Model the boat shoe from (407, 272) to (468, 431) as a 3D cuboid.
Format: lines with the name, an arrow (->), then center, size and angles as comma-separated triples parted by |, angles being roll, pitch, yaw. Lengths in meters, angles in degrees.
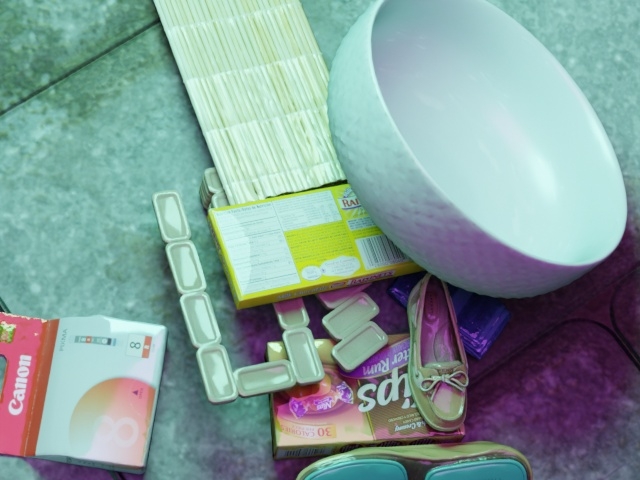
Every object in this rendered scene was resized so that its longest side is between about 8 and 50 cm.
boat shoe -> 0.114, 0.107, 1.702 | 0.056, 0.048, 0.153 | 0, 69, -7

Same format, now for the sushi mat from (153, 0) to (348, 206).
sushi mat -> -0.069, -0.180, 1.823 | 0.151, 0.019, 0.316 | -16, 65, -13

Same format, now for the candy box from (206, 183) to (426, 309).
candy box -> 0.000, 0.000, 1.738 | 0.206, 0.027, 0.105 | -11, 61, -19

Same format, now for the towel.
towel -> 0.131, 0.062, 1.784 | 0.119, 0.029, 0.067 | 35, 70, 6

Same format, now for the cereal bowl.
cereal bowl -> 0.136, -0.081, 1.733 | 0.339, 0.141, 0.339 | 27, 42, -27

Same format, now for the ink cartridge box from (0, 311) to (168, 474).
ink cartridge box -> -0.246, 0.141, 1.707 | 0.179, 0.045, 0.145 | 10, 70, -6

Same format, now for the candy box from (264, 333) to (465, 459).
candy box -> 0.042, 0.152, 1.731 | 0.187, 0.053, 0.109 | -3, 69, -6

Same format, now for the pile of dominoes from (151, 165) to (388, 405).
pile of dominoes -> -0.051, 0.039, 1.744 | 0.196, 0.040, 0.251 | -9, 64, -18

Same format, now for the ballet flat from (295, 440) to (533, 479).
ballet flat -> 0.087, 0.232, 1.703 | 0.232, 0.073, 0.080 | -1, 102, -8
